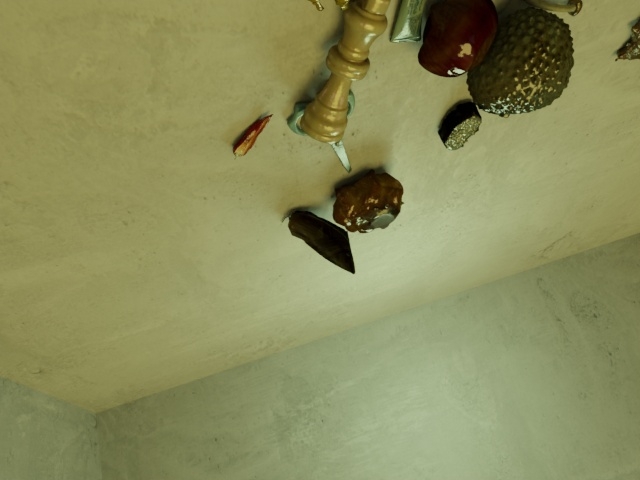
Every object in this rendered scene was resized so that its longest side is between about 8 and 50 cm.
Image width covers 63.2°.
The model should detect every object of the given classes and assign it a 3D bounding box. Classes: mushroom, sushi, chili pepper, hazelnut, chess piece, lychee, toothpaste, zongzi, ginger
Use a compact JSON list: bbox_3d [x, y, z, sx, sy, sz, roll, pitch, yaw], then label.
[{"bbox_3d":[0.534,-0.599,1.255,0.306,0.043,0.068,4,127,-35],"label":"mushroom"},{"bbox_3d":[0.420,-0.348,1.576,0.090,0.078,0.150,1,147,-23],"label":"sushi"},{"bbox_3d":[-0.182,-0.277,1.369,0.045,0.027,0.178,5,144,-45],"label":"chili pepper"},{"bbox_3d":[0.324,-0.486,1.217,0.202,0.160,0.170,-65,155,4],"label":"hazelnut"},{"bbox_3d":[0.067,-0.411,1.192,0.117,0.117,0.397,-3,141,-28],"label":"chess piece"},{"bbox_3d":[0.495,-0.436,1.301,0.255,0.255,0.275,-14,130,-11],"label":"lychee"},{"bbox_3d":[0.205,-0.539,1.137,0.069,0.047,0.268,-33,158,-15],"label":"toothpaste"},{"bbox_3d":[0.000,0.000,1.718,0.247,0.241,0.111,27,107,-18],"label":"zongzi"},{"bbox_3d":[0.940,-0.618,1.450,0.122,0.084,0.290,5,154,0],"label":"ginger"}]

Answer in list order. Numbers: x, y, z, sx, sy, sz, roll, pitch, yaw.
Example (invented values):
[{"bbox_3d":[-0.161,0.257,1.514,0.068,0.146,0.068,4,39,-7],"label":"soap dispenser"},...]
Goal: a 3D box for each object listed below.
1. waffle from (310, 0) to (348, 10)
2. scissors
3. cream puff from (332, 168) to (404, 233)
[{"bbox_3d":[0.026,-0.544,0.862,0.379,0.095,0.382,13,158,-38],"label":"waffle"},{"bbox_3d":[0.038,-0.292,1.479,0.191,0.030,0.360,-25,151,6],"label":"scissors"},{"bbox_3d":[0.164,-0.121,1.733,0.269,0.155,0.241,-35,148,30],"label":"cream puff"}]
